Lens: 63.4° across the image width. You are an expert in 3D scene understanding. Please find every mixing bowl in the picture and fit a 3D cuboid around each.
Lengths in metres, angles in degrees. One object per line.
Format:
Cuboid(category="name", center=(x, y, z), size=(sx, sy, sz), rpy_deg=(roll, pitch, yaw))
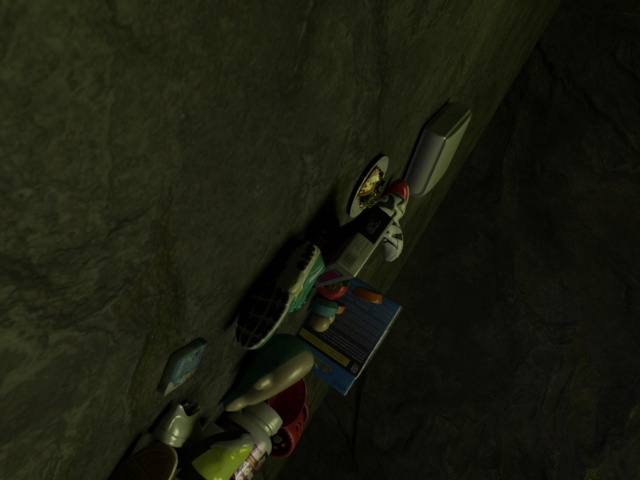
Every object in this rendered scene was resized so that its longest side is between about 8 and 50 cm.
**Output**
Cuboid(category="mixing bowl", center=(-0.140, 0.503, 1.682), size=(0.181, 0.098, 0.182), rpy_deg=(-7, 99, -51))

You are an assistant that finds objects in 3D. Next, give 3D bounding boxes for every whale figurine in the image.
Cuboid(category="whale figurine", center=(-0.154, 0.357, 1.414), size=(0.272, 0.141, 0.216), rpy_deg=(-35, 166, 7))

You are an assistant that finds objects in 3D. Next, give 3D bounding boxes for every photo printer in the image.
Cuboid(category="photo printer", center=(0.412, -0.313, 1.866), size=(0.256, 0.107, 0.308), rpy_deg=(-45, 160, -40))

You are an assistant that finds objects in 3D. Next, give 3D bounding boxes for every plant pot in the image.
Cuboid(category="plant pot", center=(-0.146, 0.627, 1.808), size=(0.174, 0.191, 0.191), rpy_deg=(-45, 162, -59))

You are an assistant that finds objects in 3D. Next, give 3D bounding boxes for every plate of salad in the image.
Cuboid(category="plate of salad", center=(0.147, -0.147, 1.470), size=(0.200, 0.048, 0.200), rpy_deg=(-53, 164, -22))

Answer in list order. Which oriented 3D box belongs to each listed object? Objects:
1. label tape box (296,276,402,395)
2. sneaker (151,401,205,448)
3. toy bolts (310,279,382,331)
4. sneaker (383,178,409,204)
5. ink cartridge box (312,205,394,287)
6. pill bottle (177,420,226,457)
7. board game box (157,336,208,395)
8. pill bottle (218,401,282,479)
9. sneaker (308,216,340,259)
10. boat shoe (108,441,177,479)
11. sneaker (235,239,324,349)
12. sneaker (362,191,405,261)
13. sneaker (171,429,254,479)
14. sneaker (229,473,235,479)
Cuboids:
Cuboid(category="label tape box", center=(0.083, 0.305, 1.766), size=(0.348, 0.249, 0.115), rpy_deg=(-58, 165, 0))
Cuboid(category="sneaker", center=(-0.288, 0.401, 1.135), size=(0.212, 0.080, 0.094), rpy_deg=(78, 35, -67))
Cuboid(category="toy bolts", center=(0.059, 0.210, 1.603), size=(0.228, 0.218, 0.159), rpy_deg=(12, 96, -67))
Cuboid(category="sneaker", center=(0.218, -0.094, 1.727), size=(0.128, 0.087, 0.221), rpy_deg=(-40, 155, -53))
Cuboid(category="ink cartridge box", center=(0.054, 0.030, 1.357), size=(0.176, 0.069, 0.371), rpy_deg=(-53, -175, -17))
Cuboid(category="pill bottle", center=(-0.310, 0.582, 1.281), size=(0.246, 0.136, 0.136), rpy_deg=(-53, 164, -20))
Cuboid(category="board game box", center=(-0.262, 0.239, 0.987), size=(0.090, 0.020, 0.090), rpy_deg=(-25, 144, -62))
Cuboid(category="pill bottle", center=(-0.245, 0.602, 1.468), size=(0.301, 0.169, 0.169), rpy_deg=(-49, 162, -31))
Cuboid(category="sneaker", center=(0.000, 0.000, 1.269), size=(0.170, 0.063, 0.075), rpy_deg=(-51, 165, -41))
Cuboid(category="boat shoe", center=(-0.373, 0.506, 1.029), size=(0.277, 0.098, 0.096), rpy_deg=(-49, 166, 3))
Cuboid(category="sneaker", center=(-0.076, 0.130, 1.140), size=(0.275, 0.107, 0.110), rpy_deg=(-53, 141, -18))
Cuboid(category="sneaker", center=(0.183, -0.033, 1.645), size=(0.152, 0.094, 0.235), rpy_deg=(-10, 124, -24))
Cuboid(category="sneaker", center=(-0.279, 0.558, 1.104), size=(0.384, 0.147, 0.145), rpy_deg=(-43, 145, 5))
Cuboid(category="sneaker", center=(-0.263, 0.658, 1.156), size=(0.276, 0.135, 0.098), rpy_deg=(-55, 131, -16))
